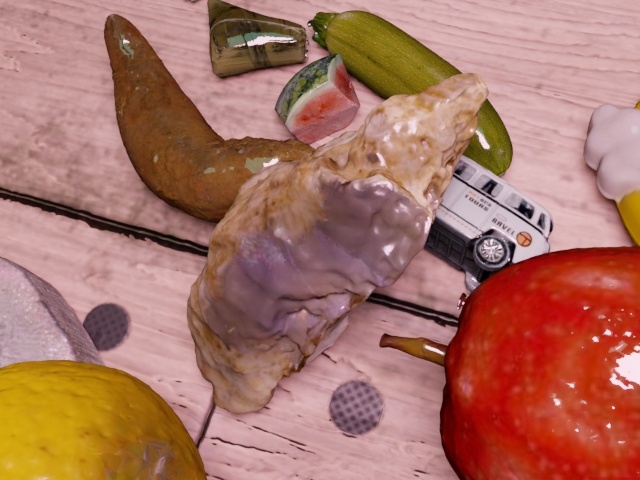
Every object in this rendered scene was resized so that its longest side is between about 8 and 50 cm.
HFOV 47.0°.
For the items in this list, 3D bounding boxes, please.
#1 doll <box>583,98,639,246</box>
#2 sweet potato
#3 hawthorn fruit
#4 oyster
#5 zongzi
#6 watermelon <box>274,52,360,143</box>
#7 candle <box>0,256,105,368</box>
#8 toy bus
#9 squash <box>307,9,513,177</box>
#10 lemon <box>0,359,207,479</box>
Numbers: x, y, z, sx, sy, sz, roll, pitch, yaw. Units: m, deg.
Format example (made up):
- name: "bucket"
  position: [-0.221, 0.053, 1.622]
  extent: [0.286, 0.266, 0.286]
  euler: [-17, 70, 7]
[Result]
- name: "doll"
  position: [0.363, -0.066, 0.617]
  extent: [0.237, 0.111, 0.252]
  euler: [-27, 59, -4]
- name: "sweet potato"
  position: [-0.112, -0.086, 0.699]
  extent: [0.310, 0.098, 0.124]
  euler: [36, 91, 16]
- name: "hawthorn fruit"
  position: [0.170, 0.104, 0.519]
  extent: [0.266, 0.210, 0.230]
  euler: [16, 106, 11]
- name: "oyster"
  position: [0.000, 0.003, 0.582]
  extent: [0.341, 0.110, 0.166]
  euler: [-36, 86, 21]
- name: "zongzi"
  position: [-0.067, -0.228, 0.779]
  extent: [0.104, 0.052, 0.113]
  euler: [-7, 55, -3]
- name: "watermelon"
  position: [-0.006, -0.139, 0.734]
  extent: [0.085, 0.072, 0.092]
  euler: [-21, 28, 11]
- name: "candle"
  position: [-0.279, 0.110, 0.662]
  extent: [0.169, 0.068, 0.192]
  euler: [4, 71, 13]
- name: "toy bus"
  position: [0.117, -0.027, 0.652]
  extent: [0.194, 0.087, 0.089]
  euler: [35, 73, 18]
- name: "squash"
  position: [0.091, -0.154, 0.714]
  extent: [0.069, 0.069, 0.258]
  euler: [-42, 70, -9]
- name: "lemon"
  position: [-0.198, 0.208, 0.505]
  extent: [0.254, 0.253, 0.310]
  euler: [-4, 31, 7]
